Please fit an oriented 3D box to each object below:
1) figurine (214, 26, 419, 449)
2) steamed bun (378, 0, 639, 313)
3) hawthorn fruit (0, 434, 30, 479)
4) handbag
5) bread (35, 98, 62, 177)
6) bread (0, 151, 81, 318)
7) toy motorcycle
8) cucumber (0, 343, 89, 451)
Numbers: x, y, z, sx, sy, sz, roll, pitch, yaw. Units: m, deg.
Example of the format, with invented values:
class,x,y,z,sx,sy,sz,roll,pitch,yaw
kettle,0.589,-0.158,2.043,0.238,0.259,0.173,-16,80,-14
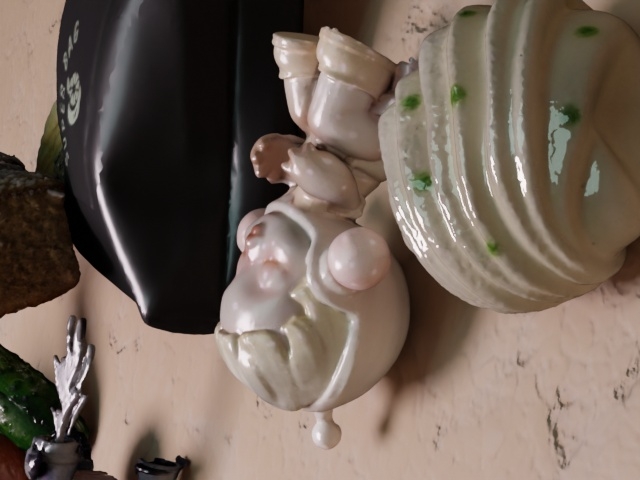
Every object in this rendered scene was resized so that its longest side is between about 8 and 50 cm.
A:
class,x,y,z,sx,sy,sz,roll,pitch,yaw
figurine,0.005,0.001,1.086,0.182,0.144,0.257,21,95,40
steamed bun,0.101,-0.051,0.929,0.183,0.106,0.183,-18,64,43
hawthorn fruit,-0.358,0.244,1.541,0.263,0.231,0.235,14,71,23
handbag,-0.135,-0.118,1.289,0.288,0.152,0.342,20,107,59
bread,-0.196,-0.128,1.545,0.172,0.064,0.232,31,107,61
bread,-0.311,-0.010,1.423,0.416,0.165,0.113,-160,57,-73
toy motorcycle,-0.196,0.250,1.326,0.207,0.134,0.401,33,109,59
cucumber,-0.300,0.116,1.507,0.069,0.227,0.069,-50,-7,-8
